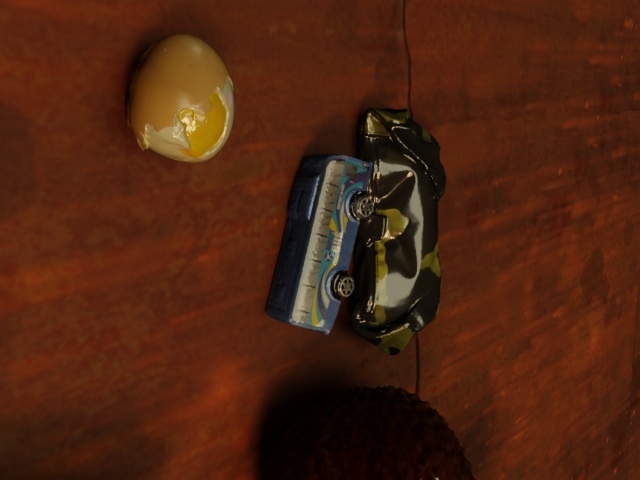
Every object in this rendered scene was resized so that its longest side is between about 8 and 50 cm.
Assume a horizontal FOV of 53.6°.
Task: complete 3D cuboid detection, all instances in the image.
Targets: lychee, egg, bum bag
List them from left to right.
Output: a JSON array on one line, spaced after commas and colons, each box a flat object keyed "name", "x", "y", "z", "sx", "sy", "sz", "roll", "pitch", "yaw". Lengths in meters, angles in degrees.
[{"name": "egg", "x": -0.091, "y": -0.094, "z": 0.419, "sx": 0.071, "sy": 0.071, "sz": 0.083, "roll": 15, "pitch": 85, "yaw": -44}, {"name": "lychee", "x": 0.042, "y": 0.212, "z": 0.524, "sx": 0.194, "sy": 0.194, "sz": 0.195, "roll": -9, "pitch": 103, "yaw": -43}, {"name": "bum bag", "x": 0.076, "y": -0.007, "z": 0.600, "sx": 0.106, "sy": 0.060, "sz": 0.233, "roll": -1, "pitch": 95, "yaw": -35}]

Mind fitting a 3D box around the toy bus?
[{"name": "toy bus", "x": 0.000, "y": 0.000, "z": 0.537, "sx": 0.061, "sy": 0.051, "sz": 0.153, "roll": 15, "pitch": 86, "yaw": -38}]
